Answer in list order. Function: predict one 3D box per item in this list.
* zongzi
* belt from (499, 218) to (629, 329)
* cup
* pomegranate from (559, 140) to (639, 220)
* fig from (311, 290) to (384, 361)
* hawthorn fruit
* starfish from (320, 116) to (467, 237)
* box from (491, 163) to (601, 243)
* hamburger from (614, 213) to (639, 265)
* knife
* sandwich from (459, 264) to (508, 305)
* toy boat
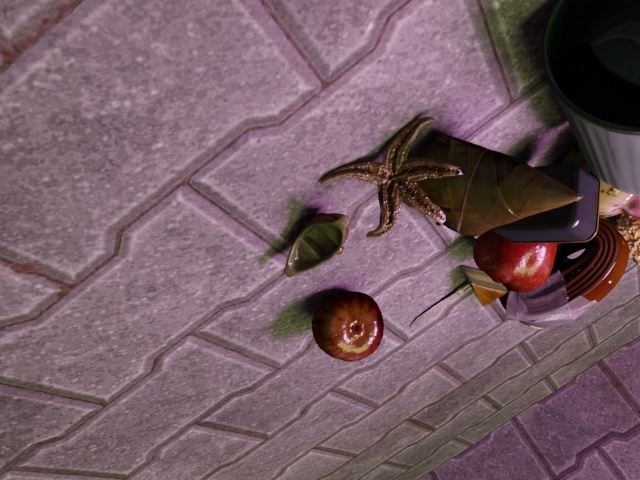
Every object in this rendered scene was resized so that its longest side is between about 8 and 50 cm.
[{"bbox_3d":[0.333,-0.063,1.144,0.274,0.300,0.145,32,79,-56],"label":"zongzi"},{"bbox_3d":[0.605,0.083,1.609,0.338,0.217,0.122,-42,145,20],"label":"belt"},{"bbox_3d":[0.583,-0.280,1.040,0.401,0.310,0.392,-37,152,13],"label":"cup"},{"bbox_3d":[0.628,-0.122,1.329,0.214,0.248,0.214,-27,149,-18],"label":"pomegranate"},{"bbox_3d":[0.066,0.176,1.387,0.149,0.148,0.202,-9,-165,18],"label":"fig"},{"bbox_3d":[0.446,0.007,1.440,0.185,0.185,0.202,8,114,-45],"label":"hawthorn fruit"},{"bbox_3d":[0.122,-0.106,1.072,0.237,0.213,0.057,8,179,10],"label":"starfish"},{"bbox_3d":[0.442,-0.073,1.277,0.201,0.145,0.090,0,168,44],"label":"box"},{"bbox_3d":[0.911,-0.030,1.695,0.138,0.243,0.262,-44,150,-45],"label":"hamburger"},{"bbox_3d":[0.355,0.144,1.676,0.297,0.017,0.047,-38,151,10],"label":"knife"},{"bbox_3d":[0.406,0.095,1.585,0.074,0.074,0.116,-30,136,7],"label":"sandwich"},{"bbox_3d":[0.000,0.000,1.130,0.185,0.089,0.071,-44,-174,39],"label":"toy boat"}]
